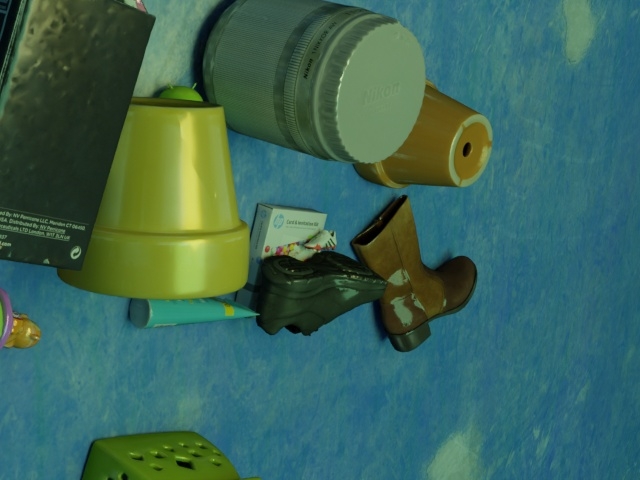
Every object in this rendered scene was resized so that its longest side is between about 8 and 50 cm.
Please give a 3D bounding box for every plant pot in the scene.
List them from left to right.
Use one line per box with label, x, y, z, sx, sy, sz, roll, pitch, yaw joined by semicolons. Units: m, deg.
plant pot;-0.216;-0.064;1.542;0.254;0.254;0.239;-9;107;-49
plant pot;-0.225;0.436;1.785;0.228;0.207;0.227;5;102;-52
plant pot;0.187;-0.177;2.025;0.205;0.188;0.205;-24;123;-43

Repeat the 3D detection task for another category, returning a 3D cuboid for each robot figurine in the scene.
robot figurine;-0.201;-0.167;1.658;0.101;0.067;0.115;-6;110;-37

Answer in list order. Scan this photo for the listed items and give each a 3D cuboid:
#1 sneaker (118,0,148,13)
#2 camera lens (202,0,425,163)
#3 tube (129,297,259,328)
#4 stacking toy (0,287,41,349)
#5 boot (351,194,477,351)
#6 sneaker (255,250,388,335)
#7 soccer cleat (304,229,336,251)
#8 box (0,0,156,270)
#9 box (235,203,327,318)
sneaker;-0.287;-0.323;1.485;0.077;0.072;0.178;-43;130;-15
camera lens;-0.016;-0.236;1.682;0.219;0.274;0.219;-25;124;-43
tube;-0.194;0.106;1.786;0.207;0.080;0.052;1;110;-47
stacking toy;-0.443;0.100;1.436;0.302;0.175;0.165;19;89;-64
boot;0.181;0.030;2.223;0.264;0.096;0.280;-38;125;-25
sneaker;-0.005;0.092;1.940;0.286;0.109;0.130;1;115;-45
soccer cleat;0.000;0.000;1.950;0.083;0.029;0.035;-5;101;-55
box;-0.368;-0.152;1.274;0.183;0.296;0.294;11;97;-51
box;-0.066;0.036;1.937;0.145;0.038;0.186;5;101;-52
